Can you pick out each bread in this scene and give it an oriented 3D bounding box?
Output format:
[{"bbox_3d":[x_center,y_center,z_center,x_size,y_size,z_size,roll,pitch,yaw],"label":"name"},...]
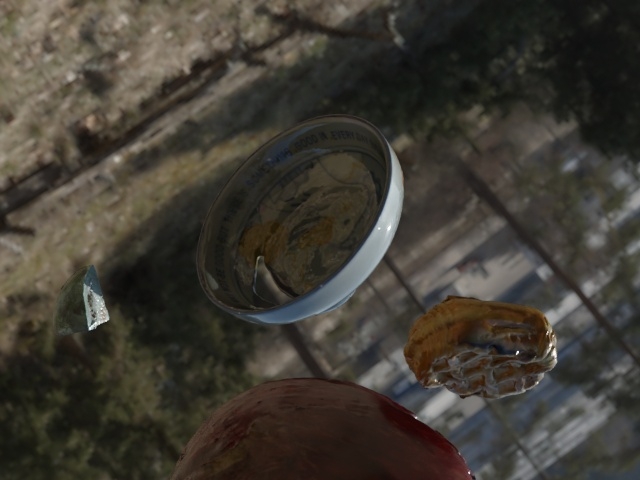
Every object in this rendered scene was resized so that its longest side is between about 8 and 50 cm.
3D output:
[{"bbox_3d":[0.112,0.078,0.897,0.111,0.044,0.083,11,137,-25],"label":"bread"}]

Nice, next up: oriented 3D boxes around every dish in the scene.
[{"bbox_3d":[0.000,0.000,1.497,0.273,0.273,0.134,-39,129,8],"label":"dish"}]

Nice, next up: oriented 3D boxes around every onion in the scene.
[{"bbox_3d":[-0.014,0.226,0.841,0.276,0.276,0.276,-32,160,-13],"label":"onion"}]

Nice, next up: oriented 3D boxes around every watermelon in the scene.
[{"bbox_3d":[-0.240,0.075,1.313,0.061,0.085,0.085,20,126,-37],"label":"watermelon"}]
